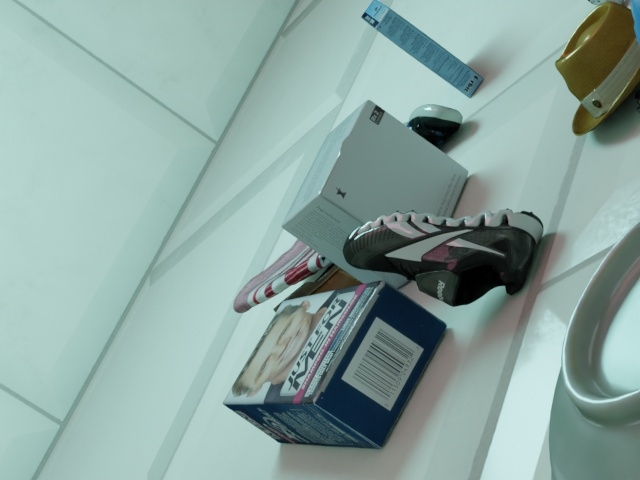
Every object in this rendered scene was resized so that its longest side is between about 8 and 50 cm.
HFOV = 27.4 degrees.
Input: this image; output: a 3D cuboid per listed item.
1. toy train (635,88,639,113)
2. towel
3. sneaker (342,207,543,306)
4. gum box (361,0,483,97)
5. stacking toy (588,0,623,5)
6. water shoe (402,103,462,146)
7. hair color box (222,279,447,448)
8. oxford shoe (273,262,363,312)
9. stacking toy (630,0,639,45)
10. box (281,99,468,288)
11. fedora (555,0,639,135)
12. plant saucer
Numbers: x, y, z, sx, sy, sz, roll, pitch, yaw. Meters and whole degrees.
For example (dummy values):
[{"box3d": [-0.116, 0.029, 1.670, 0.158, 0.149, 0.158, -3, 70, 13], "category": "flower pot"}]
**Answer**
[{"box3d": [0.387, -0.201, 1.409, 0.158, 0.027, 0.036, -56, 25, -9], "category": "toy train"}, {"box3d": [0.000, 0.000, 2.035, 0.237, 0.037, 0.329, -45, 7, -28], "category": "towel"}, {"box3d": [0.129, 0.025, 1.465, 0.234, 0.078, 0.106, -3, 55, 23], "category": "sneaker"}, {"box3d": [0.157, -0.303, 2.052, 0.041, 0.184, 0.157, -53, 14, 9], "category": "gum box"}, {"box3d": [0.429, -0.382, 1.632, 0.167, 0.052, 0.221, -59, 15, -15], "category": "stacking toy"}, {"box3d": [0.154, -0.145, 1.982, 0.203, 0.073, 0.080, 150, 130, -67], "category": "water shoe"}, {"box3d": [0.007, 0.160, 1.651, 0.174, 0.105, 0.347, -59, 14, -18], "category": "hair color box"}, {"box3d": [0.038, 0.061, 1.866, 0.212, 0.076, 0.076, -38, -1, 2], "category": "oxford shoe"}, {"box3d": [0.436, -0.247, 1.159, 0.302, 0.175, 0.166, -46, 15, -14], "category": "stacking toy"}, {"box3d": [0.075, -0.056, 1.768, 0.119, 0.182, 0.181, -38, 21, 54], "category": "box"}, {"box3d": [0.320, -0.209, 1.478, 0.194, 0.079, 0.194, -55, 3, 4], "category": "fedora"}, {"box3d": [0.287, 0.062, 0.987, 0.400, 0.100, 0.400, -51, 15, 19], "category": "plant saucer"}]
